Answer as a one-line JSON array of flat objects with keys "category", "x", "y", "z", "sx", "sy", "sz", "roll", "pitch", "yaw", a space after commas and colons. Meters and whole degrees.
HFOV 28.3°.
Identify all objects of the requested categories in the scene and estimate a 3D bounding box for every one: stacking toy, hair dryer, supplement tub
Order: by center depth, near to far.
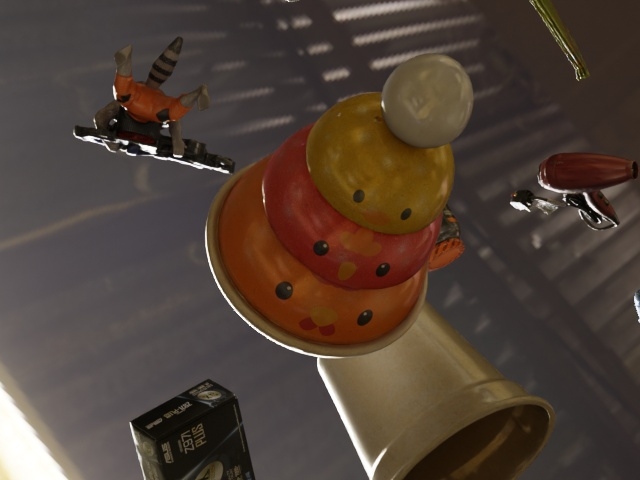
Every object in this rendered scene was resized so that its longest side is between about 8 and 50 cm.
[{"category": "stacking toy", "x": 0.062, "y": -0.088, "z": 1.739, "sx": 0.350, "sy": 0.480, "sz": 0.351, "roll": 11, "pitch": -127, "yaw": -16}, {"category": "hair dryer", "x": 0.522, "y": -0.108, "z": 2.467, "sx": 0.223, "sy": 0.293, "sz": 0.080, "roll": 12, "pitch": -107, "yaw": -13}, {"category": "supplement tub", "x": 0.198, "y": -0.043, "z": 2.484, "sx": 0.117, "sy": 0.117, "sz": 0.190, "roll": 1, "pitch": -124, "yaw": -53}]

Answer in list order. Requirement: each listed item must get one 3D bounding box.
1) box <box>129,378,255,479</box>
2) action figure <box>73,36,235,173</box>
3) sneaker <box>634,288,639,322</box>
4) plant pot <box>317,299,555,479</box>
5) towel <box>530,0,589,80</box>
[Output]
[{"category": "box", "x": -0.187, "y": 0.323, "z": 1.894, "sx": 0.147, "sy": 0.180, "sz": 0.077, "roll": -26, "pitch": -150, "yaw": -31}, {"category": "action figure", "x": -0.315, "y": -0.264, "z": 2.613, "sx": 0.341, "sy": 0.330, "sz": 0.179, "roll": 15, "pitch": -113, "yaw": -17}, {"category": "sneaker", "x": 0.607, "y": 0.139, "z": 2.092, "sx": 0.240, "sy": 0.091, "sz": 0.126, "roll": 39, "pitch": 172, "yaw": -31}, {"category": "plant pot", "x": 0.162, "y": 0.263, "z": 2.088, "sx": 0.333, "sy": 0.334, "sz": 0.305, "roll": 11, "pitch": -145, "yaw": -47}, {"category": "towel", "x": 0.341, "y": -0.342, "z": 1.913, "sx": 0.237, "sy": 0.021, "sz": 0.102, "roll": 43, "pitch": -154, "yaw": -46}]
